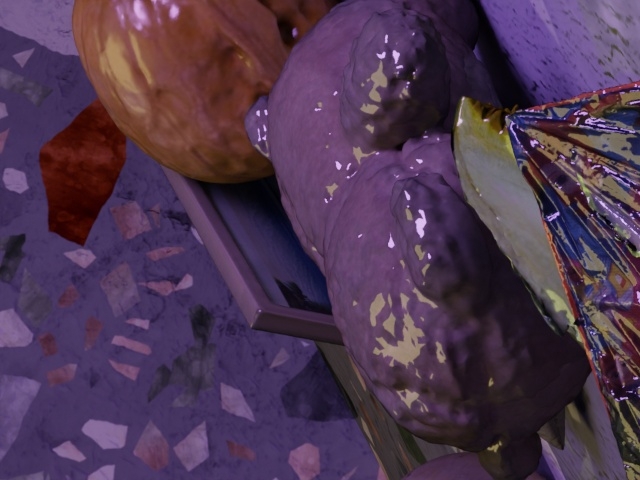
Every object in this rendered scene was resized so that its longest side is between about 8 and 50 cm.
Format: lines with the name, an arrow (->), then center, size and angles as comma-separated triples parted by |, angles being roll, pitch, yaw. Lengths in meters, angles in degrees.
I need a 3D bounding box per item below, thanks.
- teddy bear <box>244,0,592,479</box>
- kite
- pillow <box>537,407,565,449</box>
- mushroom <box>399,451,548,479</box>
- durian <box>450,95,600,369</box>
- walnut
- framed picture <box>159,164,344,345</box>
teddy bear -> 0.059, -0.017, 0.863 | 0.267, 0.151, 0.236 | 59, 174, 50
kite -> 0.122, 0.005, 0.528 | 0.189, 0.009, 0.232 | 43, 138, 33
pillow -> 0.105, 0.029, 1.167 | 0.230, 0.050, 0.148 | -118, 10, -47
mushroom -> 0.147, 0.281, 1.380 | 0.206, 0.209, 0.206 | -45, 38, 51
durian -> 0.142, 0.030, 0.633 | 0.221, 0.095, 0.137 | 60, -170, 21
walnut -> -0.080, -0.151, 1.273 | 0.222, 0.195, 0.195 | 54, 180, -31
framed picture -> 0.000, 0.000, 1.332 | 0.024, 0.232, 0.315 | -65, 32, 20
